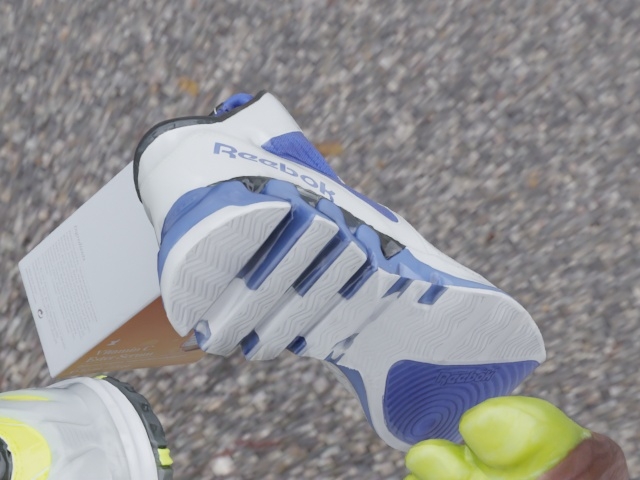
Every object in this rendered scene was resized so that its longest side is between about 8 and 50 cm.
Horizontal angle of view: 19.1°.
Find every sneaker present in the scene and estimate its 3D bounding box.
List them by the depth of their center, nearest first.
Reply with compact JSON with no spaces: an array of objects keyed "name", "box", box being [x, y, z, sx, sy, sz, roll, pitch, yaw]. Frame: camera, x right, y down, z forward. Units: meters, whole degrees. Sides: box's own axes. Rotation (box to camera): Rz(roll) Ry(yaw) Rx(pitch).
[{"name":"sneaker","box":[-0.257,0.183,1.037,0.147,0.384,0.145,8,50,-53]},{"name":"sneaker","box":[-0.001,0.000,1.157,0.315,0.127,0.182,31,21,-45]}]

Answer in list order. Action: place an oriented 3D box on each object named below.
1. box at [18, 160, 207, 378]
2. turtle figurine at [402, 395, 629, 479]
[{"name":"box","box":[-0.102,0.017,1.294,0.130,0.170,0.091,-3,67,-41]},{"name":"turtle figurine","box":[0.086,0.110,0.301,0.087,0.269,0.217,12,51,-25]}]
